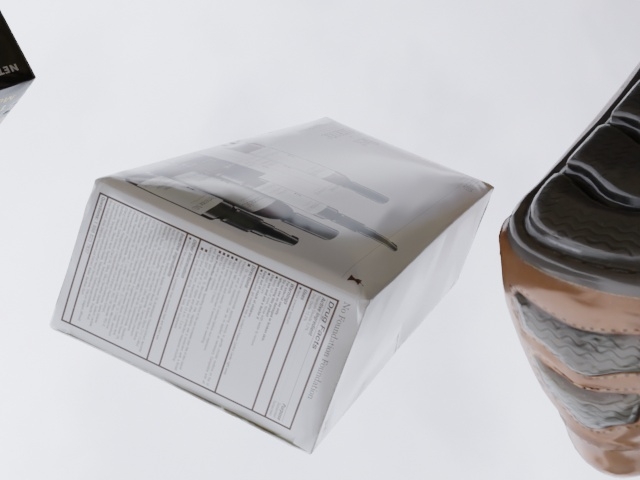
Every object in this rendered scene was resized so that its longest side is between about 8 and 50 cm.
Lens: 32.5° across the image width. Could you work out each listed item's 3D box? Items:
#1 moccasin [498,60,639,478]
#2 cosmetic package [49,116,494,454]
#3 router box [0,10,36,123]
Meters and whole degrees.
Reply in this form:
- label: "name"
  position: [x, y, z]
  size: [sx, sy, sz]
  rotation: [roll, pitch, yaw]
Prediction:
- label: "moccasin"
  position: [0.224, -0.043, 0.511]
  size: [0.380, 0.139, 0.147]
  rotation: [-48, -44, -35]
- label: "cosmetic package"
  position: [0.000, 0.000, 0.447]
  size: [0.099, 0.060, 0.239]
  rotation: [25, -163, 11]
- label: "router box"
  position: [-0.352, -0.037, 0.636]
  size: [0.309, 0.243, 0.081]
  rotation: [-26, -92, -38]
